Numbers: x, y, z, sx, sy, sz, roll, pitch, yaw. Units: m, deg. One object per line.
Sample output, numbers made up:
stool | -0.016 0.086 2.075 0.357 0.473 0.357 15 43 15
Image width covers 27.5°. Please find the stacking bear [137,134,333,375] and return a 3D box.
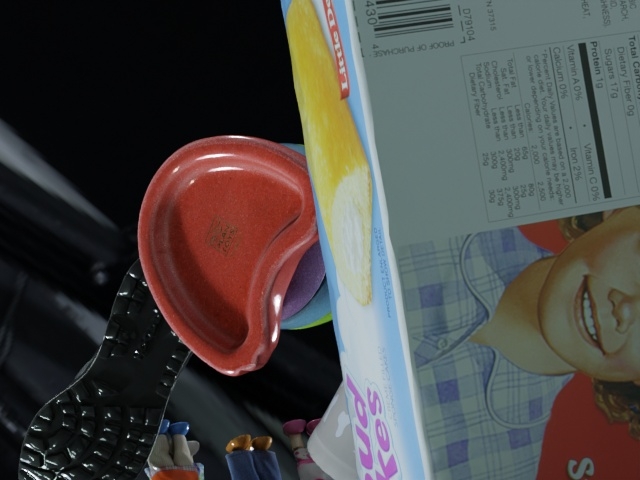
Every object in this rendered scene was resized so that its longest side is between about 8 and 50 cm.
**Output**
stacking bear | 0.000 0.000 1.102 0.164 0.175 0.289 32 -163 31

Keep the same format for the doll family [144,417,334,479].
doll family | -0.080 0.278 1.315 0.263 0.118 0.163 3 -125 -30

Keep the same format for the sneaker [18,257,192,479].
sneaker | -0.173 0.129 1.221 0.107 0.283 0.124 34 -170 1

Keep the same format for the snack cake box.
snack cake box | 0.086 0.016 0.434 0.152 0.089 0.264 -9 -89 -13

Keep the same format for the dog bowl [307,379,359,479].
dog bowl | 0.168 0.186 1.181 0.348 0.102 0.349 16 -175 -1
